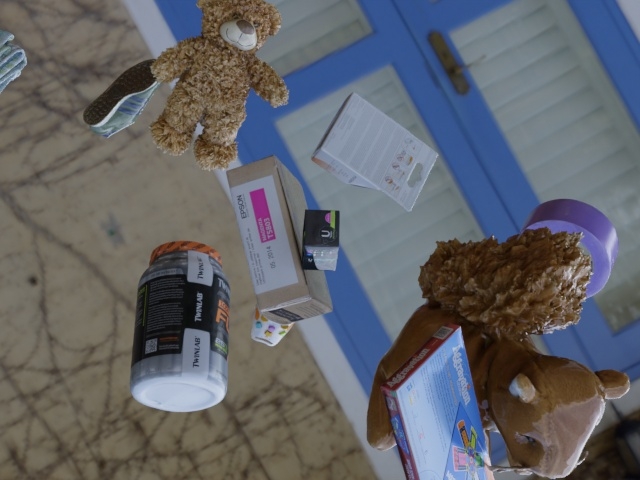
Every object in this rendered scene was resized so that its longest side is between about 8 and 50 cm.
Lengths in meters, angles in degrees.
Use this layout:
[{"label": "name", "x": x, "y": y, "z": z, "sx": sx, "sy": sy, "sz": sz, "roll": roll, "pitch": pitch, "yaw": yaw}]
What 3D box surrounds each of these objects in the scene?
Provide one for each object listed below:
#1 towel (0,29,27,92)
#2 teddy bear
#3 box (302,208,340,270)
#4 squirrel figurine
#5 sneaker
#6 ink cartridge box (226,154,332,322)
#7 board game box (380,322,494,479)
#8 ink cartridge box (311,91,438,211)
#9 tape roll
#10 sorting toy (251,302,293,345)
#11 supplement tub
[{"label": "towel", "x": -0.779, "y": -0.292, "z": 1.838, "sx": 0.320, "sy": 0.374, "sz": 0.090, "roll": -61, "pitch": 153, "yaw": -27}, {"label": "teddy bear", "x": -0.188, "y": -0.289, "z": 1.775, "sx": 0.338, "sy": 0.245, "sz": 0.113, "roll": -49, "pitch": -175, "yaw": 14}, {"label": "box", "x": 0.000, "y": 0.000, "z": 1.417, "sx": 0.052, "sy": 0.062, "sz": 0.083, "roll": 1, "pitch": 154, "yaw": -2}, {"label": "squirrel figurine", "x": 0.275, "y": 0.168, "z": 1.457, "sx": 0.281, "sy": 0.397, "sz": 0.370, "roll": 7, "pitch": 178, "yaw": -18}, {"label": "sneaker", "x": -0.380, "y": -0.277, "z": 1.930, "sx": 0.192, "sy": 0.064, "sz": 0.086, "roll": -41, "pitch": 159, "yaw": -10}, {"label": "ink cartridge box", "x": -0.062, "y": 0.004, "z": 1.557, "sx": 0.088, "sy": 0.234, "sz": 0.193, "roll": -16, "pitch": 166, "yaw": 9}, {"label": "board game box", "x": 0.161, "y": 0.263, "z": 1.288, "sx": 0.027, "sy": 0.281, "sz": 0.145, "roll": 13, "pitch": -141, "yaw": 43}, {"label": "ink cartridge box", "x": 0.090, "y": -0.139, "z": 1.589, "sx": 0.045, "sy": 0.179, "sz": 0.145, "roll": -40, "pitch": -162, "yaw": 53}, {"label": "tape roll", "x": 0.474, "y": 0.019, "z": 1.884, "sx": 0.189, "sy": 0.189, "sz": 0.080, "roll": -30, "pitch": -164, "yaw": 43}, {"label": "sorting toy", "x": -0.098, "y": 0.171, "z": 1.879, "sx": 0.045, "sy": 0.083, "sz": 0.075, "roll": -82, "pitch": -163, "yaw": -52}, {"label": "supplement tub", "x": -0.282, "y": 0.172, "z": 1.984, "sx": 0.194, "sy": 0.316, "sz": 0.193, "roll": -1, "pitch": 150, "yaw": -1}]
